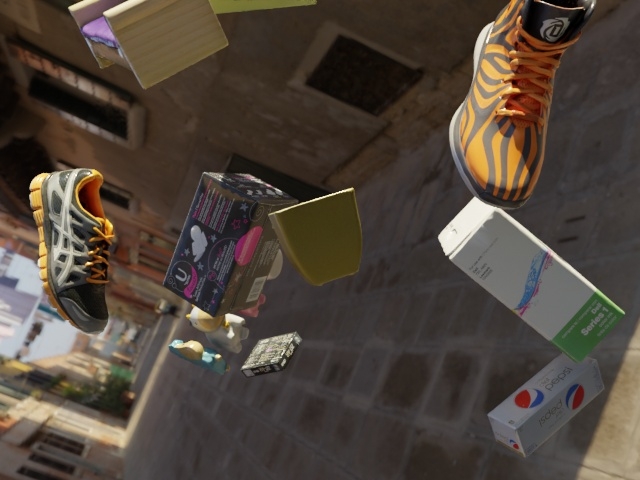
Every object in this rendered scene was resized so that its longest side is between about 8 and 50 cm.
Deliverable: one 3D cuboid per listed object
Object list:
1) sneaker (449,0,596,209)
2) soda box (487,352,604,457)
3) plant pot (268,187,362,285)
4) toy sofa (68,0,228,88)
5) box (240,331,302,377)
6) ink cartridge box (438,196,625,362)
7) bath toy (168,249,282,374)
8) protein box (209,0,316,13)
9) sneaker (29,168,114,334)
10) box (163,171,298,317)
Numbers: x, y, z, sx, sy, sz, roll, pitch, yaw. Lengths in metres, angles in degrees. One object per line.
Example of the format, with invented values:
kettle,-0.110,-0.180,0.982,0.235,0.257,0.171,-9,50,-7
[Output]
sneaker,0.253,-0.208,0.898,0.180,0.124,0.321,115,165,-64
soda box,0.405,0.288,1.277,0.216,0.069,0.074,-31,23,-22
plant pot,0.000,0.000,0.724,0.081,0.081,0.083,-177,70,-81
toy sofa,-0.297,-0.368,1.134,0.150,0.177,0.362,-32,29,-14
box,-0.075,0.174,1.091,0.083,0.018,0.067,-19,26,38
ink cartridge box,0.350,0.055,1.228,0.117,0.278,0.201,-50,3,11
bath toy,-0.213,0.133,1.667,0.348,0.129,0.151,-62,-26,-31
protein box,-0.119,-0.547,1.321,0.136,0.201,0.200,-101,5,-52
sneaker,-0.294,0.009,0.879,0.084,0.083,0.215,14,-120,-77
box,-0.177,0.003,1.412,0.163,0.142,0.247,-8,-56,-63
